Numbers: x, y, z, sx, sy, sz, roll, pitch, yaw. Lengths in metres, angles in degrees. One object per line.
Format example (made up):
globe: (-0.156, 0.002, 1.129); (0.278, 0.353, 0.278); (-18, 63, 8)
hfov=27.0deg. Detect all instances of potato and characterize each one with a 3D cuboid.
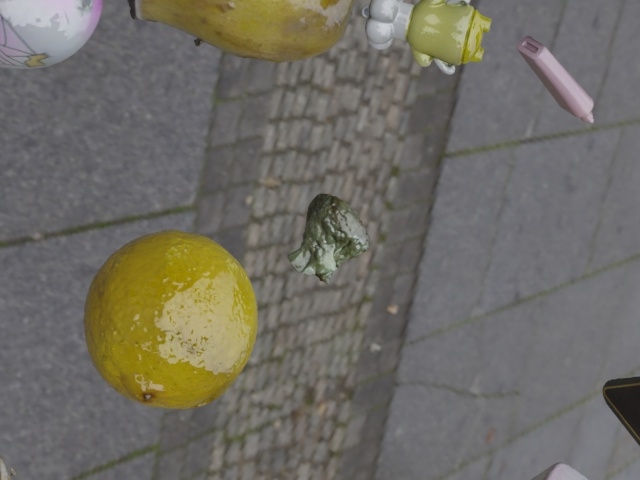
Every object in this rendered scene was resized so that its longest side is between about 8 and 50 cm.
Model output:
potato: (-0.074, -0.420, 1.726); (0.290, 0.296, 0.397); (-81, -173, -57)

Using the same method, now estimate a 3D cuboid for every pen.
pen: (0.313, -0.200, 1.721); (0.032, 0.053, 0.197); (-50, 139, 2)

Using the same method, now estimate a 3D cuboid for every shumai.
shumai: (0.000, 0.000, 1.412); (0.080, 0.083, 0.082); (-37, 161, -19)

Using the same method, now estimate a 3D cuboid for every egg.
egg: (-0.395, -0.308, 1.625); (0.196, 0.271, 0.196); (10, 90, -76)

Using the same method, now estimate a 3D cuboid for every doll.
doll: (0.129, -0.269, 1.668); (0.062, 0.163, 0.106); (-61, 165, -63)

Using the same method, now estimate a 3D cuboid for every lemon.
lemon: (-0.227, 0.120, 2.032); (0.293, 0.293, 0.293); (-34, 135, -42)

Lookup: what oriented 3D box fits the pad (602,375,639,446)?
pad: (0.467, 0.228, 1.502); (0.315, 0.375, 0.063); (51, 59, -12)

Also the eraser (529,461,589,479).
eraser: (0.186, 0.374, 1.473); (0.270, 0.095, 0.174); (-47, -165, 42)

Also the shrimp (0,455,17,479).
shrimp: (-0.379, 0.369, 1.443); (0.247, 0.085, 0.360); (-91, -177, -57)
